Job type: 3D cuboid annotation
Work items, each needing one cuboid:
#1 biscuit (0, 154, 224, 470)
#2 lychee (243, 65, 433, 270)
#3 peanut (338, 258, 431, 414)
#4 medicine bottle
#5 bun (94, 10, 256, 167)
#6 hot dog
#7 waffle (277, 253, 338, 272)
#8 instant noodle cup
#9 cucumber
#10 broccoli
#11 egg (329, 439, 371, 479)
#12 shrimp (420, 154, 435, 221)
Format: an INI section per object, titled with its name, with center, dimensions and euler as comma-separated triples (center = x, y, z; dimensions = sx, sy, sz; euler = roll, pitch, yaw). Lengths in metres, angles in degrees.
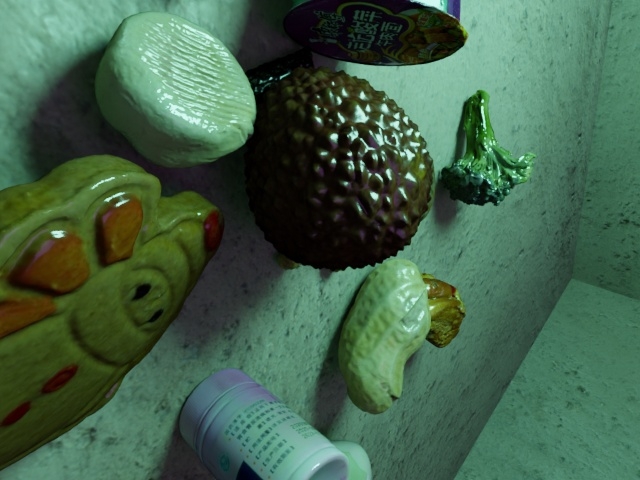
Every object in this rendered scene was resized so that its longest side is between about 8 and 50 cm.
[biscuit]
center = -0.243, 0.078, 0.445
dimensions = 0.381, 0.074, 0.359
euler = -43, 165, -30
[lychee]
center = 0.025, -0.090, 0.605
dimensions = 0.276, 0.275, 0.304
euler = -48, 128, -22
[peanut]
center = 0.136, 0.202, 0.959
dimensions = 0.174, 0.158, 0.340
euler = 29, 88, -12
[medicine bottle]
center = -0.095, 0.329, 0.681
dimensions = 0.152, 0.254, 0.152
euler = -23, 123, -40
[bun]
center = -0.164, -0.155, 0.487
dimensions = 0.173, 0.113, 0.167
euler = 38, 47, -31
[hot dog]
center = 0.294, 0.176, 1.142
dimensions = 0.153, 0.150, 0.256
euler = -51, 139, -3
[waffle]
center = 0.003, 0.001, 0.799
dimensions = 0.194, 0.051, 0.149
euler = -9, 112, -47
[instant noodle cup]
center = 0.082, -0.369, 0.580
dimensions = 0.251, 0.251, 0.190
euler = 0, 99, -48
[cucumber]
center = -0.072, -0.227, 0.610
dimensions = 0.181, 0.053, 0.053
euler = -36, 132, -29
[broccoli]
center = 0.413, -0.216, 1.039
dimensions = 0.177, 0.198, 0.275
euler = 0, 108, -48
[egg]
center = 0.027, 0.558, 0.988
dimensions = 0.217, 0.183, 0.183
euler = -33, 130, -44
[shrimp]
center = 0.188, -0.125, 0.951
dimensions = 0.296, 0.058, 0.169
euler = 1, 99, -52
